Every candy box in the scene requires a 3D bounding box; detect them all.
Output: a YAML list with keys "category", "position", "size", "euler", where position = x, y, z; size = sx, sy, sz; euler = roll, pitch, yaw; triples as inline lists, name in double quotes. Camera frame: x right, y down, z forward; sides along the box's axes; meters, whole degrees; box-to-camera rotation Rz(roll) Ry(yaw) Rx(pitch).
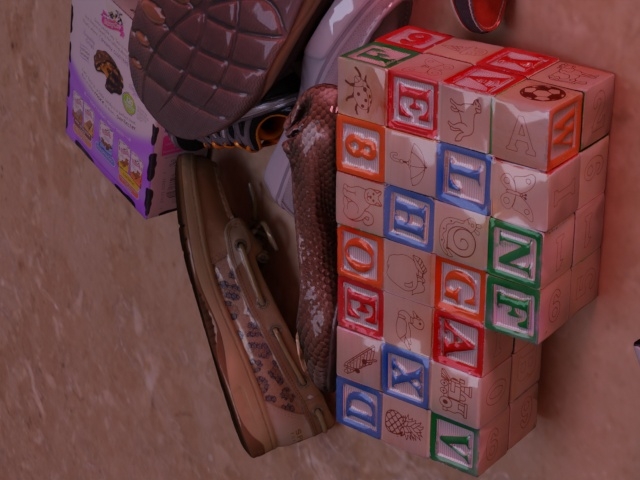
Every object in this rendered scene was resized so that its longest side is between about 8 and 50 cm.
- category: "candy box"
  position: [-0.172, -0.148, 1.534]
  size: [0.165, 0.070, 0.196]
  euler: [45, 139, 36]

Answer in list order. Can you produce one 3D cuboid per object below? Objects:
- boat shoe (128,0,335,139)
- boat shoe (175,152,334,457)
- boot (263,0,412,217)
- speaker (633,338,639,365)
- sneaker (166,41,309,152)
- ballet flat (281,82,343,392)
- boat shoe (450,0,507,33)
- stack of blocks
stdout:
- category: "boat shoe"
  position: [-0.023, -0.203, 1.218]
  size: [0.132, 0.130, 0.355]
  euler: [55, 135, 10]
- category: "boat shoe"
  position: [-0.068, 0.052, 1.478]
  size: [0.104, 0.089, 0.285]
  euler: [152, 102, -83]
- category: "boot"
  position: [0.045, -0.089, 1.241]
  size: [0.123, 0.095, 0.258]
  euler: [43, 142, 18]
- category: "speaker"
  position: [0.250, 0.124, 1.050]
  size: [0.055, 0.055, 0.136]
  euler: [-19, 89, 57]
- category: "sneaker"
  position: [-0.068, -0.111, 1.389]
  size: [0.215, 0.084, 0.083]
  euler: [-27, 88, 56]
- category: "ballet flat"
  position: [0.000, 0.000, 1.209]
  size: [0.058, 0.084, 0.249]
  euler: [8, 119, 17]
- category: "boat shoe"
  position: [0.119, -0.204, 1.096]
  size: [0.043, 0.049, 0.137]
  euler: [28, 123, 45]
- category: "stack of blocks"
  position: [0.104, 0.014, 1.146]
  size: [0.171, 0.087, 0.297]
  euler: [19, 122, 33]
